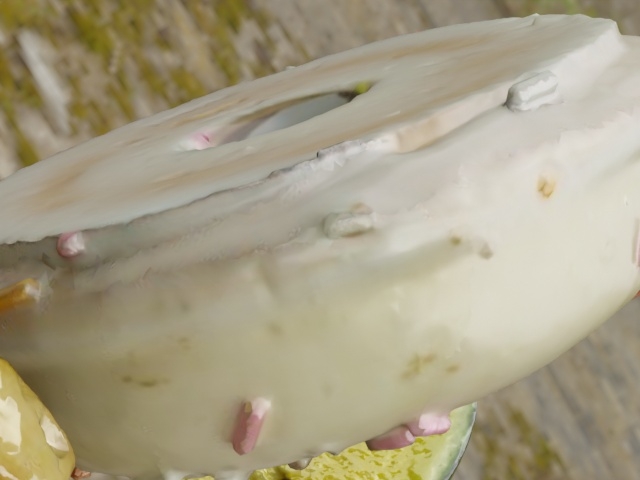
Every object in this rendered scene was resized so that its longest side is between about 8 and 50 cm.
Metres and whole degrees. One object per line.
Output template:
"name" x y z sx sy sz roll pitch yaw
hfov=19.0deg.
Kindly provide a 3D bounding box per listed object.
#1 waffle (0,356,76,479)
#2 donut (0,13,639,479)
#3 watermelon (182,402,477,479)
"waffle" -0.287 0.060 0.853 0.304 0.348 0.077 48 47 -7
"donut" 0.000 0.000 0.938 0.382 0.382 0.142 -64 138 -73
"watermelon" -0.003 0.148 1.201 0.129 0.301 0.123 54 -27 4
